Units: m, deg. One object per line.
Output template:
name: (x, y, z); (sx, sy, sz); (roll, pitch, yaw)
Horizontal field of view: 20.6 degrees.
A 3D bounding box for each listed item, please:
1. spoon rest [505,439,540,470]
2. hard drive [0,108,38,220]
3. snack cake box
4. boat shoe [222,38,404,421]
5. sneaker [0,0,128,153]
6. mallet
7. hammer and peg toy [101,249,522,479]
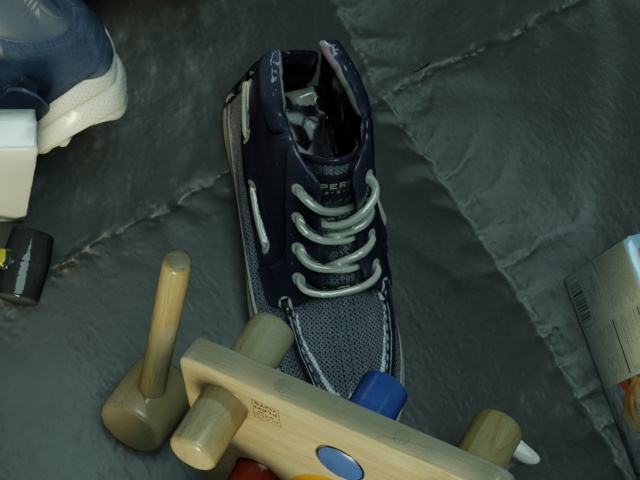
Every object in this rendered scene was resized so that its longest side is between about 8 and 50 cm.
spoon rest: (0.069, 0.266, 1.435); (0.137, 0.084, 0.276); (41, 85, 1)
hard drive: (-0.377, -0.053, 1.342); (0.308, 0.203, 0.040); (-2, 76, -13)
snack cake box: (0.310, 0.125, 1.474); (0.089, 0.152, 0.264); (-16, 80, -16)
boat shoe: (0.000, 0.000, 1.435); (0.127, 0.158, 0.340); (-14, 79, -15)
sneaker: (-0.311, -0.136, 1.422); (0.236, 0.323, 0.130); (50, 45, -43)
mallet: (-0.293, 0.008, 1.387); (0.190, 0.039, 0.062); (14, 78, -45)
hammer and peg toy: (-0.026, 0.170, 1.297); (0.361, 0.266, 0.127); (22, 58, 19)
